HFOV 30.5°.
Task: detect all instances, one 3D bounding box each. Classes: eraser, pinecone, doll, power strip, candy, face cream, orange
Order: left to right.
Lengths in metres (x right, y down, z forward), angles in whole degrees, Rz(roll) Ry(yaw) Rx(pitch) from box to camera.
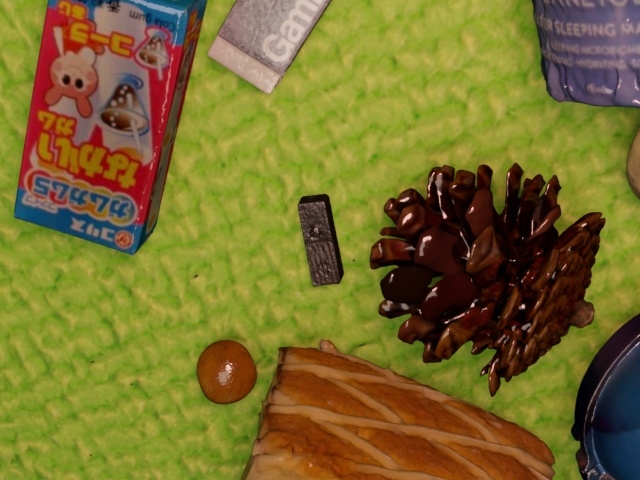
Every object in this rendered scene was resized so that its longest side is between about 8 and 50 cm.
[{"bbox_3d":[-0.242,-0.150,1.336,0.157,0.100,0.305,17,115,1],"label":"candy"},{"bbox_3d":[-0.118,0.164,1.459,0.085,0.085,0.085,3,112,8],"label":"orange"},{"bbox_3d":[-0.034,-0.270,1.280,0.092,0.046,0.212,32,113,-4],"label":"eraser"},{"bbox_3d":[0.000,0.000,1.394,0.038,0.029,0.111,-7,111,12],"label":"power strip"},{"bbox_3d":[0.170,0.033,1.271,0.264,0.264,0.264,3,112,8],"label":"pinecone"},{"bbox_3d":[0.321,-0.260,1.115,0.249,0.249,0.225,-9,112,13],"label":"face cream"},{"bbox_3d":[0.428,0.204,1.303,0.310,0.240,0.284,43,98,-15],"label":"doll"}]

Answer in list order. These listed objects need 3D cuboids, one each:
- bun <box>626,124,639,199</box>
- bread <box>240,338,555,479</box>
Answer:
[{"bbox_3d":[0.426,-0.113,1.224,0.222,0.127,0.222,2,137,2],"label":"bun"},{"bbox_3d":[0.068,0.342,1.341,0.390,0.371,0.279,26,110,-6],"label":"bread"}]
